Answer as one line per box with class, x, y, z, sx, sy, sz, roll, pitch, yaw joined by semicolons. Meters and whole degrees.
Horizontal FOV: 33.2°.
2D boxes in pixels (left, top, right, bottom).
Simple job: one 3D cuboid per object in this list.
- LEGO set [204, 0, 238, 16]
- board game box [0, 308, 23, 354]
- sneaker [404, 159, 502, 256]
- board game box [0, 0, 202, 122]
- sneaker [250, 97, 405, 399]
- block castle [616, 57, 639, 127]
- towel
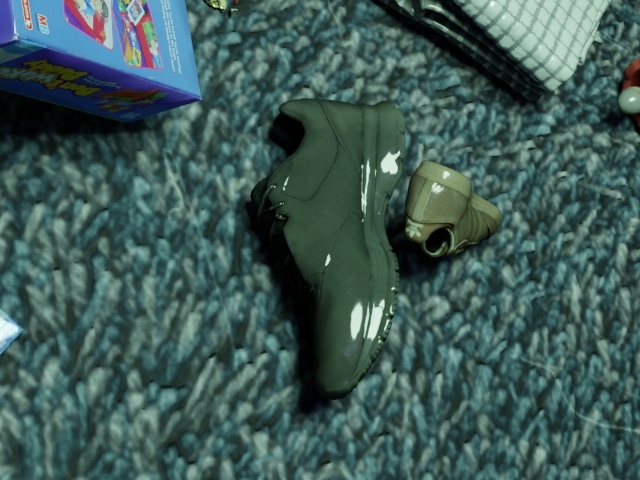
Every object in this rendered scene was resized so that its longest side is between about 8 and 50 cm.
LEGO set;-0.082;-0.255;1.024;0.054;0.023;0.083;8;68;-24
board game box;-0.288;0.070;0.805;0.090;0.020;0.090;43;59;-6
sneaker;0.112;-0.018;0.977;0.066;0.188;0.071;25;88;26
board game box;-0.206;-0.279;0.806;0.233;0.078;0.347;8;70;-66
sneaker;0.000;0.000;0.939;0.130;0.109;0.286;10;60;-13
block castle;0.513;-0.043;1.079;0.213;0.303;0.453;-21;81;-30
towel;0.199;-0.310;1.129;0.235;0.121;0.283;35;64;-19
